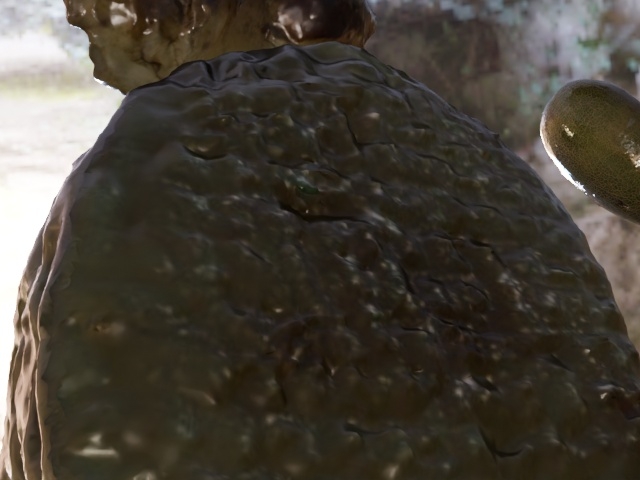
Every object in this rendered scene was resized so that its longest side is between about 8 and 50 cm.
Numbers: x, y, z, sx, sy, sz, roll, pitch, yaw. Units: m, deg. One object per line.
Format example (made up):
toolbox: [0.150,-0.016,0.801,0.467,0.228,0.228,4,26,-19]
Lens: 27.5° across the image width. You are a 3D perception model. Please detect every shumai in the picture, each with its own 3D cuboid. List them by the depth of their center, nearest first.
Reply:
shumai: [-0.035,0.115,0.703,0.324,0.397,0.323,19,138,-23]

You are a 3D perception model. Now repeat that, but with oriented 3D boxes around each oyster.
oyster: [-0.055,-0.154,0.810,0.107,0.162,0.232,-21,152,40]

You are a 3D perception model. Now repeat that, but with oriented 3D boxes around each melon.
melon: [0.271,-0.078,1.185,0.099,0.162,0.099,-44,170,-10]
